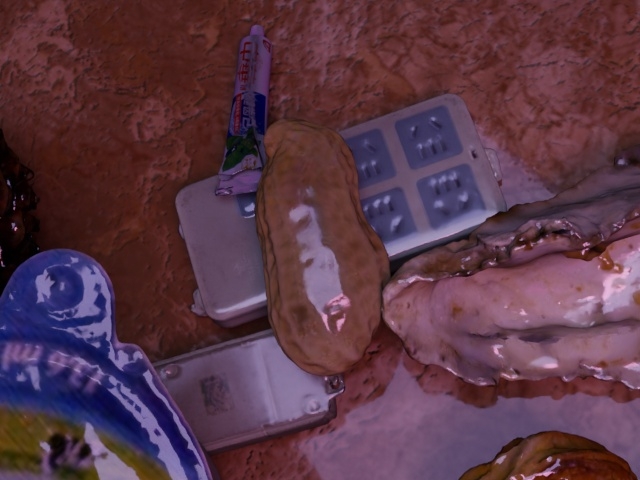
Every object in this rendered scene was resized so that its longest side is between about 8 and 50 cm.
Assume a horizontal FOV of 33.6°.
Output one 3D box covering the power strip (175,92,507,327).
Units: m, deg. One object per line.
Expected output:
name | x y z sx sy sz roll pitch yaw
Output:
power strip | 0.012 -0.022 0.831 0.270 0.046 0.118 -19 73 4

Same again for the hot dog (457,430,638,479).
hot dog | 0.167 0.250 0.694 0.175 0.114 0.259 -23 87 0

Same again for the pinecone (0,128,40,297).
pinecone | -0.311 -0.015 0.799 0.221 0.221 0.222 -2 74 8

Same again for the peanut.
peanut | 0.000 0.000 0.757 0.093 0.083 0.194 -6 73 2

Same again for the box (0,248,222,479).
box | -0.165 0.165 0.671 0.262 0.206 0.291 6 79 8

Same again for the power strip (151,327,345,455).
power strip | -0.113 0.131 0.803 0.272 0.052 0.078 -17 73 5

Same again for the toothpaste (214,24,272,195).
toothpaste | -0.057 -0.108 0.855 0.045 0.028 0.170 -5 57 12

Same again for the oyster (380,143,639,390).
oyster | 0.215 0.013 0.748 0.341 0.110 0.166 -30 109 1
